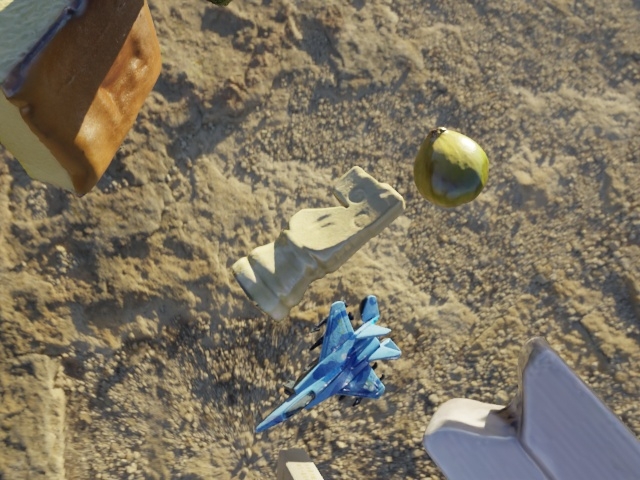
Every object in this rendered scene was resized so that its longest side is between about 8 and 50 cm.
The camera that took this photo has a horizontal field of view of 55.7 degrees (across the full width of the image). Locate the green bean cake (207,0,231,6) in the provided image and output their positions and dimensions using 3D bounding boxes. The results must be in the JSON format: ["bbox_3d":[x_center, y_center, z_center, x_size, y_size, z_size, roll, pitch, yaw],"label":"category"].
[{"bbox_3d":[-0.199,-0.480,0.906,0.214,0.200,0.113,33,71,16],"label":"green bean cake"}]

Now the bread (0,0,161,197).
[{"bbox_3d":[-0.397,-0.278,0.980,0.143,0.333,0.323,19,69,5],"label":"bread"}]

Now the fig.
[{"bbox_3d":[0.239,-0.130,1.125,0.136,0.120,0.153,-27,57,-14],"label":"fig"}]

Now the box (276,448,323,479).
[{"bbox_3d":[-0.006,0.450,0.825,0.051,0.365,0.204,5,92,-15],"label":"box"}]

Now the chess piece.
[{"bbox_3d":[0.000,0.000,0.698,0.200,0.090,0.090,-40,78,-1],"label":"chess piece"}]

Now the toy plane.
[{"bbox_3d":[0.007,0.188,0.853,0.247,0.078,0.169,-32,110,-16],"label":"toy plane"}]

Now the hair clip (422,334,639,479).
[{"bbox_3d":[0.188,0.199,0.290,0.101,0.085,0.330,-44,75,15],"label":"hair clip"}]
